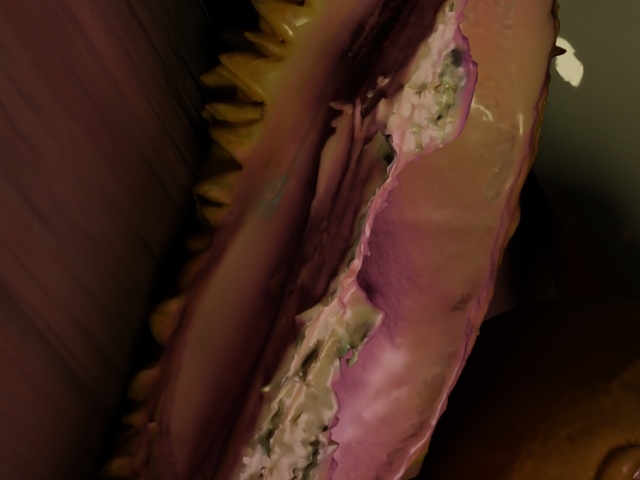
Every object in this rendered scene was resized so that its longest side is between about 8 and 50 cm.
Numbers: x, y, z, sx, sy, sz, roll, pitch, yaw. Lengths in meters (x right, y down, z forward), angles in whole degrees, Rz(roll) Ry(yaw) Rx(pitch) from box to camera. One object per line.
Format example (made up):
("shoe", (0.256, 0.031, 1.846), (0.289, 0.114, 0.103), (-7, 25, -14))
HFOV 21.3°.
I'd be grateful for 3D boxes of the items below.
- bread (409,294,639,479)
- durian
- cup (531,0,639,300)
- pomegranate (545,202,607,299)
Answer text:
("bread", (0.060, 0.164, 0.725), (0.149, 0.195, 0.344), (47, 41, -9))
("durian", (0.001, 0.001, 0.661), (0.191, 0.112, 0.341), (38, 70, -72))
("cup", (0.200, -0.084, 0.758), (0.163, 0.347, 0.347), (-28, 134, -7))
("pomegranate", (0.269, -0.001, 1.063), (0.270, 0.252, 0.229), (60, 47, -77))
